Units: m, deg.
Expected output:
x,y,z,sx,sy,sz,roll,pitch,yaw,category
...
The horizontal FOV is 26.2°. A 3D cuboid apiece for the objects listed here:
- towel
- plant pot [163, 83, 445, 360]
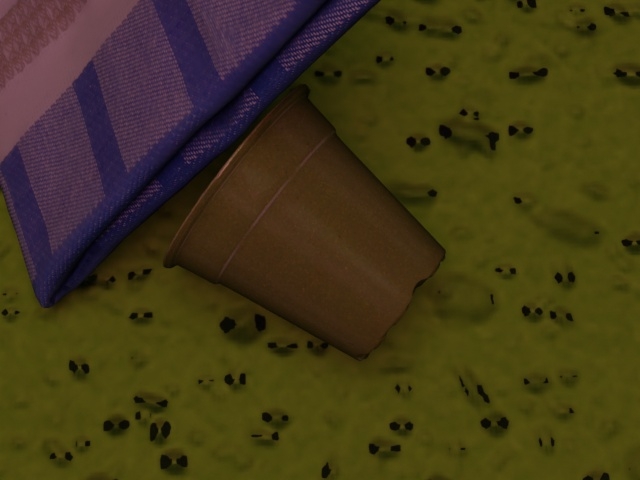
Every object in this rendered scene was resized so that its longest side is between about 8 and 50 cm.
x,y,z,sx,sy,sz,roll,pitch,yaw,category
-0.097,-0.147,0.503,0.034,0.209,0.285,-1,60,-46,towel
0.000,0.000,0.496,0.079,0.083,0.083,37,75,2,plant pot
